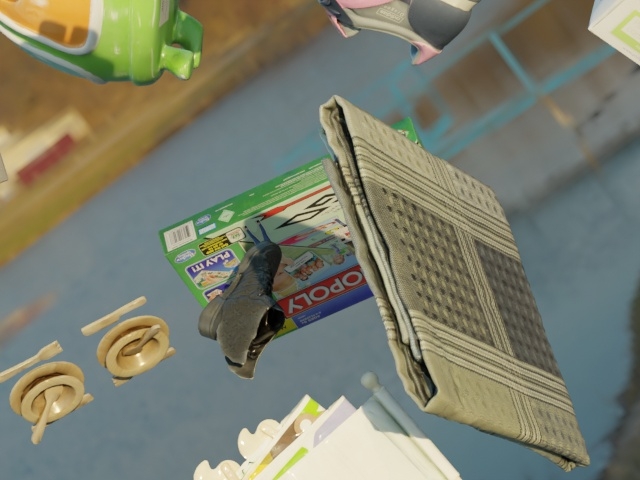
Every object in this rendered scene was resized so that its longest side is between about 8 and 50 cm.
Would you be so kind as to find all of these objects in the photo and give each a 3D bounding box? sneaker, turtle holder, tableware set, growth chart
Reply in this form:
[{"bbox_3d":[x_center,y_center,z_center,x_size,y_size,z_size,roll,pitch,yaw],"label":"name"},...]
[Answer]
[{"bbox_3d":[-0.067,0.072,2.148,0.089,0.051,0.170,15,51,33],"label":"sneaker"},{"bbox_3d":[-0.235,-0.305,2.112,0.320,0.227,0.243,-86,0,-48],"label":"turtle holder"},{"bbox_3d":[-0.250,0.149,2.200,0.194,0.039,0.128,-29,-36,-4],"label":"tableware set"},{"bbox_3d":[0.019,-0.295,2.222,0.131,0.319,0.112,-57,16,29],"label":"sneaker"},{"bbox_3d":[-0.001,0.224,1.758,0.237,0.172,0.021,-35,-2,-16],"label":"growth chart"}]

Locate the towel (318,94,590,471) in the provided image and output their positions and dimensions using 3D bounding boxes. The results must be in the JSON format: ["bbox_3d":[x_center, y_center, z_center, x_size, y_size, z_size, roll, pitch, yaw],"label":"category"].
[{"bbox_3d":[0.113,0.046,1.767,0.056,0.312,0.324,-28,-29,22],"label":"towel"}]

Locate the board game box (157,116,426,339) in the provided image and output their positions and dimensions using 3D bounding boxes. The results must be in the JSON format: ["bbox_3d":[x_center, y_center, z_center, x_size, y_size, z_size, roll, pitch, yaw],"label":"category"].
[{"bbox_3d":[0.000,0.000,2.314,0.317,0.213,0.046,-24,46,8],"label":"board game box"}]

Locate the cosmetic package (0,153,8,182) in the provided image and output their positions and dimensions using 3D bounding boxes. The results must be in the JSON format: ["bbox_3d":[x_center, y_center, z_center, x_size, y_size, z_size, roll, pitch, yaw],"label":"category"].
[{"bbox_3d":[-0.500,-0.078,2.411,0.127,0.107,0.238,-11,8,30],"label":"cosmetic package"}]

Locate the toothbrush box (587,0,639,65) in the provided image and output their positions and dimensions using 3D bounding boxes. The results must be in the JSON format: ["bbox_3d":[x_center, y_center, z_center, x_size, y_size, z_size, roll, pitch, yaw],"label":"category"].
[{"bbox_3d":[0.368,-0.247,1.738,0.122,0.206,0.283,-45,19,43],"label":"toothbrush box"}]
